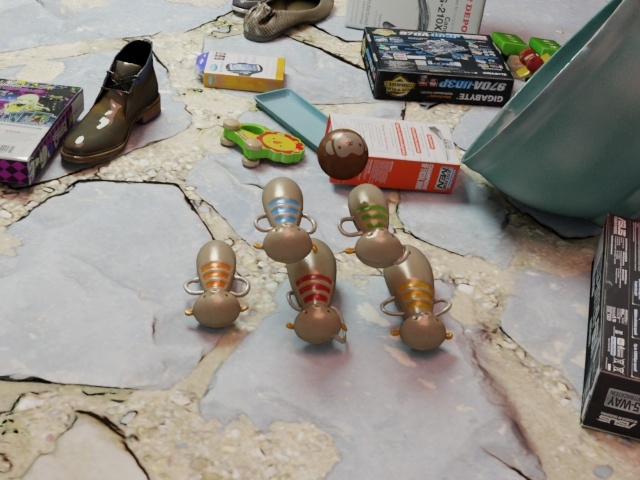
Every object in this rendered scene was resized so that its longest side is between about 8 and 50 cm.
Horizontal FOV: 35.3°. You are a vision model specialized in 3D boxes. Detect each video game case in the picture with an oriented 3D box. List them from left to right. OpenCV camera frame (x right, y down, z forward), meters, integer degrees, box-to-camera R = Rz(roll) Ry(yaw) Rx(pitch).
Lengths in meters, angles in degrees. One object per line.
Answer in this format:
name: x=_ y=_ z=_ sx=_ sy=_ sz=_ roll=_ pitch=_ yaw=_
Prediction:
video game case: x=-0.448 y=-0.150 z=1.292 sx=0.232 sy=0.042 sz=0.210 roll=6 pitch=34 yaw=3

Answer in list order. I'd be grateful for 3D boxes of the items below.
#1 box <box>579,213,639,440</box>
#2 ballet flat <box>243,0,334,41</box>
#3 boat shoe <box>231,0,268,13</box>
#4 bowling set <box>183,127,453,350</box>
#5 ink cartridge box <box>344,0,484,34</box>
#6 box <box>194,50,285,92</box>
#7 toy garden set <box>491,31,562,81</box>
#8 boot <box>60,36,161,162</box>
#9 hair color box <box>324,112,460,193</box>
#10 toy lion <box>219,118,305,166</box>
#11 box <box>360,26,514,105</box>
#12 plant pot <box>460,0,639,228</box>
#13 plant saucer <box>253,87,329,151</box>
box: x=0.410 y=0.101 z=1.065 sx=0.242 sy=0.077 sz=0.307 roll=13 pitch=34 yaw=8
ballet flat: x=-0.051 y=-0.408 z=1.745 sx=0.084 sy=0.058 sz=0.250 roll=25 pitch=38 yaw=23
boat shoe: x=-0.092 y=-0.461 z=1.809 sx=0.075 sy=0.065 sz=0.206 roll=24 pitch=37 yaw=23
bowling set: x=0.000 y=0.000 z=1.036 sx=0.286 sy=0.200 sz=0.154 roll=-1 pitch=36 yaw=-5
ink cartridge box: x=0.174 y=-0.447 z=1.745 sx=0.237 sy=0.172 sz=0.100 roll=11 pitch=34 yaw=5
box: x=-0.123 y=-0.259 z=1.539 sx=0.136 sy=0.028 sz=0.081 roll=4 pitch=34 yaw=-1
toy garden set: x=0.413 y=-0.285 z=1.647 sx=0.244 sy=0.049 sz=0.204 roll=8 pitch=21 yaw=-4
boot: x=-0.280 y=-0.188 z=1.329 sx=0.082 sy=0.106 sz=0.219 roll=15 pitch=34 yaw=11
hair color box: x=0.093 y=-0.115 z=1.330 sx=0.167 sy=0.053 sz=0.093 roll=4 pitch=41 yaw=-9
toy lion: x=-0.074 y=-0.133 z=1.361 sx=0.096 sy=0.034 sz=0.100 roll=-9 pitch=36 yaw=-34
box: x=0.183 y=-0.281 z=1.610 sx=0.220 sy=0.051 sz=0.175 roll=2 pitch=34 yaw=-8
plant pot: x=0.348 y=-0.140 z=1.262 sx=0.196 sy=0.293 sz=0.293 roll=43 pitch=39 yaw=-1
plant saucer: x=-0.019 y=-0.166 z=1.430 sx=0.067 sy=0.018 sz=0.192 roll=-18 pitch=41 yaw=-32
